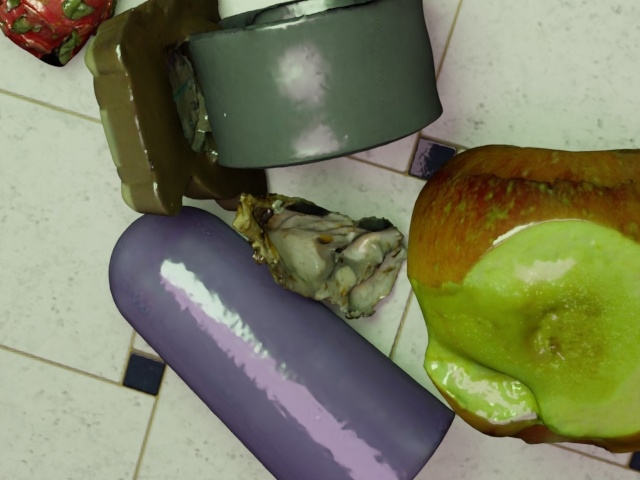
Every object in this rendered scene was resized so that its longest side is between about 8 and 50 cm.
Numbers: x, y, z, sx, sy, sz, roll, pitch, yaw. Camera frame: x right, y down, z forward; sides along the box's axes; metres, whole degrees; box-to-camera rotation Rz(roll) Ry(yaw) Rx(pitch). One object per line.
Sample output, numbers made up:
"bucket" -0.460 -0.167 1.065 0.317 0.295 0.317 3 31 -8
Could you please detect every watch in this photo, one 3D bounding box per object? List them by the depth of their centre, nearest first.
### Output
"watch" -0.037 -0.174 1.397 0.326 0.335 0.314 -8 104 20

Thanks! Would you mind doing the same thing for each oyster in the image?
"oyster" -0.002 0.002 1.457 0.129 0.345 0.078 -52 55 9

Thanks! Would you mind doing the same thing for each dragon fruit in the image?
"dragon fruit" -0.303 -0.308 1.498 0.172 0.166 0.160 -48 54 23

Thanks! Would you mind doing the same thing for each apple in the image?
"apple" 0.263 0.064 1.389 0.374 0.384 0.374 4 95 48

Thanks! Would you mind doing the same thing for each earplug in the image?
"earplug" -0.068 0.138 1.534 0.456 0.215 0.215 43 102 0
